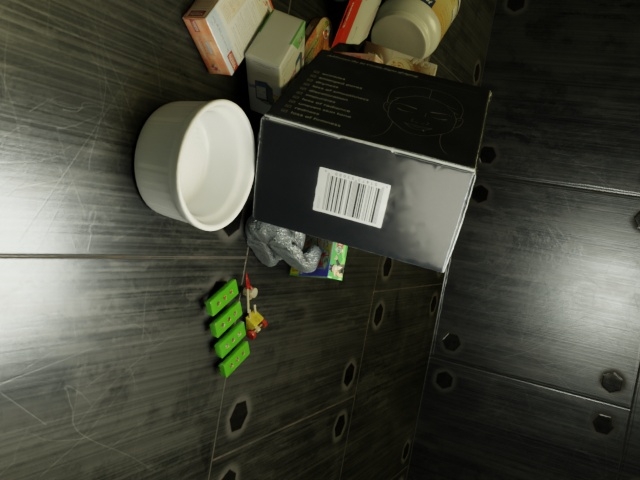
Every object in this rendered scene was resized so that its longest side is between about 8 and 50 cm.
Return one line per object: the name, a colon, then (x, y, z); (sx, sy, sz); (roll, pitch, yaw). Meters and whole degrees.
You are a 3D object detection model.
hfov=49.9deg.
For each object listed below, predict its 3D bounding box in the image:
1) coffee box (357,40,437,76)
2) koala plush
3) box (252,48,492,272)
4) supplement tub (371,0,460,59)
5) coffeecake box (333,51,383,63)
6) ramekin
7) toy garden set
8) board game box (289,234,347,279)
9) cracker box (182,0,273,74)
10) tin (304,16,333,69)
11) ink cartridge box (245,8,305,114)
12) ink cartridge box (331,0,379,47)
coffee box: (0.231, -0.521, 2.201); (0.098, 0.247, 0.141); (166, -63, -76)
koala plush: (-0.082, -0.060, 1.840); (0.221, 0.196, 0.203); (-61, 140, -24)
box: (0.140, -0.220, 1.699); (0.471, 0.480, 0.297); (-63, 167, -52)
supplement tub: (0.317, -0.746, 2.306); (0.316, 0.229, 0.228); (-59, 148, -36)
coffeecake box: (0.096, -0.466, 2.072); (0.068, 0.143, 0.185); (14, 87, -65)
ramekin: (-0.268, -0.167, 1.467); (0.277, 0.135, 0.277); (-38, 133, -54)
toy garden set: (-0.226, 0.201, 1.810); (0.204, 0.049, 0.244); (-44, 138, -47)
board game box: (0.000, 0.000, 1.927); (0.046, 0.317, 0.213); (13, 84, -20)
cracker box: (-0.200, -0.506, 1.540); (0.232, 0.067, 0.155); (-64, 151, -29)
tin: (-0.019, -0.547, 1.929); (0.189, 0.040, 0.106); (-62, 154, -30)
ink cartridge box: (-0.106, -0.421, 1.667); (0.212, 0.093, 0.154); (100, 14, -65)
ink cartridge box: (0.119, -0.666, 2.025); (0.232, 0.066, 0.189); (-64, 178, -55)
